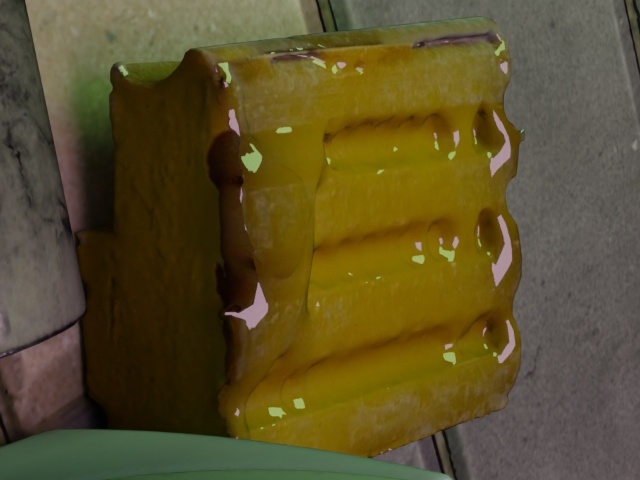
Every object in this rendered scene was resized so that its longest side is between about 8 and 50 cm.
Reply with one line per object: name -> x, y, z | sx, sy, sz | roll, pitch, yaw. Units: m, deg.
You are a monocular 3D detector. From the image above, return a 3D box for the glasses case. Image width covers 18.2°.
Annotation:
glasses case -> -0.195, -0.088, 1.034 | 0.114, 0.060, 0.299 | -25, 111, -47

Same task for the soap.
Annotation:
soap -> 0.000, 0.000, 1.195 | 0.281, 0.143, 0.259 | -10, 104, -46

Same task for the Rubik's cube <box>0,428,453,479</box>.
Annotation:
Rubik's cube -> -0.107, 0.306, 0.944 | 0.347, 0.351, 0.352 | -26, 109, -44
